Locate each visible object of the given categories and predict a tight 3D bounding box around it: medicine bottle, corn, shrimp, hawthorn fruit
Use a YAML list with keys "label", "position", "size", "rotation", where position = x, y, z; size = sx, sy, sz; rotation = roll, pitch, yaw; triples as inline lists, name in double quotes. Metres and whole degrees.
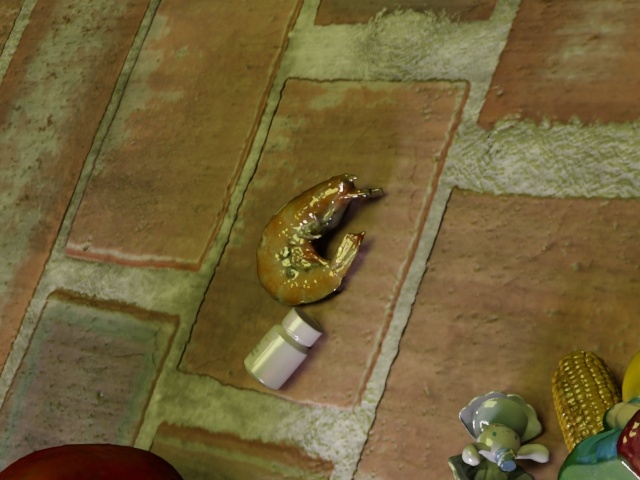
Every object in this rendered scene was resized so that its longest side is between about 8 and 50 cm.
- label: "medicine bottle"
  position: [-0.041, 0.122, 1.706]
  size: [0.089, 0.052, 0.052]
  rotation: [-50, 43, 10]
- label: "corn"
  position: [0.259, 0.190, 1.372]
  size: [0.068, 0.068, 0.207]
  rotation: [-33, 47, 26]
- label: "shrimp"
  position: [0.002, 0.000, 1.749]
  size: [0.187, 0.051, 0.132]
  rotation: [-46, 62, 22]
- label: "hawthorn fruit"
  position: [-0.266, 0.336, 1.612]
  size: [0.265, 0.307, 0.265]
  rotation: [-30, 47, 37]

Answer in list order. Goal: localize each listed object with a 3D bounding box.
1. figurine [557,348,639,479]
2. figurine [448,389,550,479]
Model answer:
- label: "figurine"
  position: [0.302, 0.139, 1.259]
  size: [0.234, 0.185, 0.127]
  rotation: [-36, 71, -26]
- label: "figurine"
  position: [0.172, 0.201, 1.444]
  size: [0.086, 0.094, 0.082]
  rotation: [-74, -4, -56]
